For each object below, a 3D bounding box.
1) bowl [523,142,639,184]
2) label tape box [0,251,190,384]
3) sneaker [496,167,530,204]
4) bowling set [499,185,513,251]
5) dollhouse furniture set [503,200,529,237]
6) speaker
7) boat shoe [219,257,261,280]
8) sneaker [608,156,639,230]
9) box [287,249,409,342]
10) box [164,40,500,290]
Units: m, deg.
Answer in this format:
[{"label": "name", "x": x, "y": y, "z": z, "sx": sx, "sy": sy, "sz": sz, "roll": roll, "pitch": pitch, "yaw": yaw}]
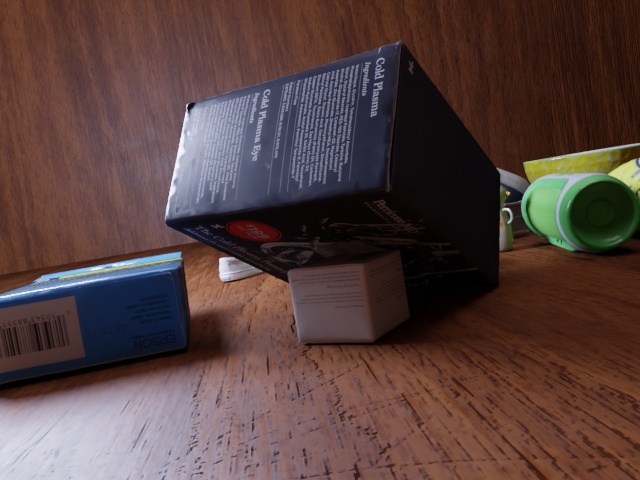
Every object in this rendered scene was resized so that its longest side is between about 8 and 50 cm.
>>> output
[{"label": "bowl", "x": 0.654, "y": -0.140, "z": 1.490, "sx": 0.289, "sy": 0.156, "sz": 0.289, "roll": -9, "pitch": 4, "yaw": 1}, {"label": "label tape box", "x": -0.312, "y": 0.096, "z": 0.880, "sx": 0.240, "sy": 0.106, "sz": 0.333, "roll": -10, "pitch": 4, "yaw": -10}, {"label": "sneaker", "x": 0.287, "y": -0.114, "z": 1.377, "sx": 0.349, "sy": 0.148, "sz": 0.131, "roll": 20, "pitch": -10, "yaw": 10}, {"label": "bowling set", "x": 0.222, "y": -0.044, "z": 1.204, "sx": 0.199, "sy": 0.154, "sz": 0.287, "roll": -12, "pitch": 5, "yaw": -29}, {"label": "dollhouse furniture set", "x": 0.370, "y": -0.037, "z": 1.310, "sx": 0.151, "sy": 0.076, "sz": 0.058, "roll": -11, "pitch": 6, "yaw": -16}, {"label": "speaker", "x": 0.438, "y": -0.053, "z": 1.057, "sx": 0.131, "sy": 0.131, "sz": 0.296, "roll": -9, "pitch": 5, "yaw": 6}, {"label": "boat shoe", "x": -0.175, "y": 0.049, "z": 1.423, "sx": 0.066, "sy": 0.063, "sz": 0.184, "roll": -6, "pitch": 6, "yaw": 34}, {"label": "sneaker", "x": 0.559, "y": -0.074, "z": 0.988, "sx": 0.147, "sy": 0.145, "sz": 0.384, "roll": -10, "pitch": 3, "yaw": -14}, {"label": "box", "x": 0.035, "y": 0.063, "z": 0.702, "sx": 0.101, "sy": 0.087, "sz": 0.101, "roll": -7, "pitch": 5, "yaw": 32}, {"label": "box", "x": 0.036, "y": -0.058, "z": 0.812, "sx": 0.312, "sy": 0.179, "sz": 0.343, "roll": -7, "pitch": -23, "yaw": 33}]
